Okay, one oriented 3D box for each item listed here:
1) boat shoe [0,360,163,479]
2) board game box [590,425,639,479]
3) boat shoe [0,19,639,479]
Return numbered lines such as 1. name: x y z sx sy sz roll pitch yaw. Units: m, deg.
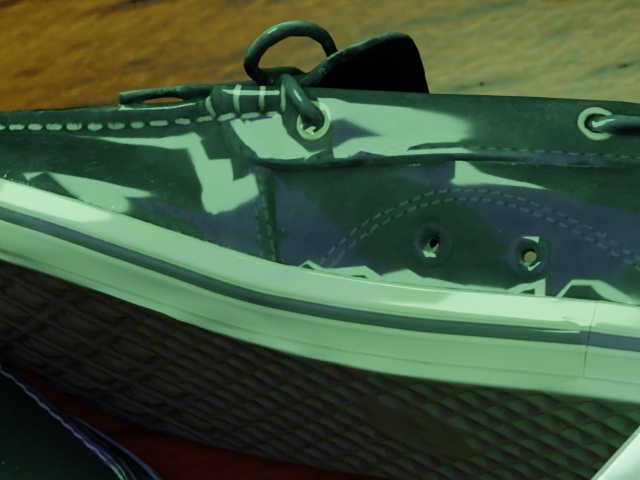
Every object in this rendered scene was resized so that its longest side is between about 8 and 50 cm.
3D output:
1. boat shoe: -0.199 0.070 0.766 0.301 0.102 0.108 25 46 3
2. board game box: 0.220 0.049 0.535 0.318 0.318 0.066 -48 58 -3
3. boat shoe: 0.000 0.000 0.742 0.500 0.187 0.156 8 64 22
